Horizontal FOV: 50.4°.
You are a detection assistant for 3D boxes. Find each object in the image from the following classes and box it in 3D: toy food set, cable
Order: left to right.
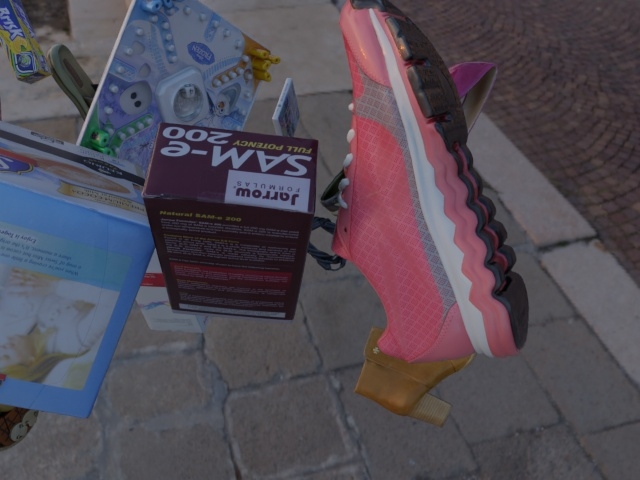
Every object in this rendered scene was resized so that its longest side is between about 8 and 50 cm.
[{"bbox_3d":[-0.527,0.300,1.159,0.038,0.133,0.192,14,42,27],"label":"toy food set"},{"bbox_3d":[0.000,0.000,1.587,0.150,0.047,0.184,27,29,-4],"label":"cable"}]

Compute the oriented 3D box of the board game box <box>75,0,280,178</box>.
[{"bbox_3d":[-0.276,-0.287,1.417,0.050,0.390,0.389,24,3,34],"label":"board game box"}]

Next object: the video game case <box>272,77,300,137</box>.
[{"bbox_3d":[-0.090,-0.330,1.831,0.019,0.157,0.143,9,62,13],"label":"video game case"}]

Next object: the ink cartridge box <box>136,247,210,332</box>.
[{"bbox_3d":[-0.296,0.085,1.387,0.127,0.176,0.128,1,41,15],"label":"ink cartridge box"}]

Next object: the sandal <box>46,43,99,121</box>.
[{"bbox_3d":[-0.491,-0.312,1.530,0.086,0.303,0.120,-24,38,10],"label":"sandal"}]

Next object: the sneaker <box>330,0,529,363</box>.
[{"bbox_3d":[0.055,-0.043,0.545,0.136,0.314,0.116,-20,-2,24],"label":"sneaker"}]

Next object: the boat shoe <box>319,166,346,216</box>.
[{"bbox_3d":[0.085,-0.156,1.628,0.073,0.224,0.080,28,16,-50],"label":"boat shoe"}]

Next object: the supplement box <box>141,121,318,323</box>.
[{"bbox_3d":[-0.077,-0.002,0.616,0.130,0.239,0.073,6,63,-4],"label":"supplement box"}]

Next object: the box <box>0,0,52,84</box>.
[{"bbox_3d":[-0.600,-0.402,1.351,0.054,0.169,0.059,-23,3,4],"label":"box"}]

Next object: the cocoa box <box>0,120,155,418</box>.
[{"bbox_3d":[-0.373,0.002,0.700,0.346,0.232,0.228,18,14,-25],"label":"cocoa box"}]

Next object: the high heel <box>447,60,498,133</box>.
[{"bbox_3d":[0.183,-0.134,0.944,0.117,0.082,0.244,-6,63,41],"label":"high heel"}]

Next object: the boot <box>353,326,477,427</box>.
[{"bbox_3d":[0.206,0.215,1.397,0.211,0.104,0.295,25,79,7],"label":"boot"}]
